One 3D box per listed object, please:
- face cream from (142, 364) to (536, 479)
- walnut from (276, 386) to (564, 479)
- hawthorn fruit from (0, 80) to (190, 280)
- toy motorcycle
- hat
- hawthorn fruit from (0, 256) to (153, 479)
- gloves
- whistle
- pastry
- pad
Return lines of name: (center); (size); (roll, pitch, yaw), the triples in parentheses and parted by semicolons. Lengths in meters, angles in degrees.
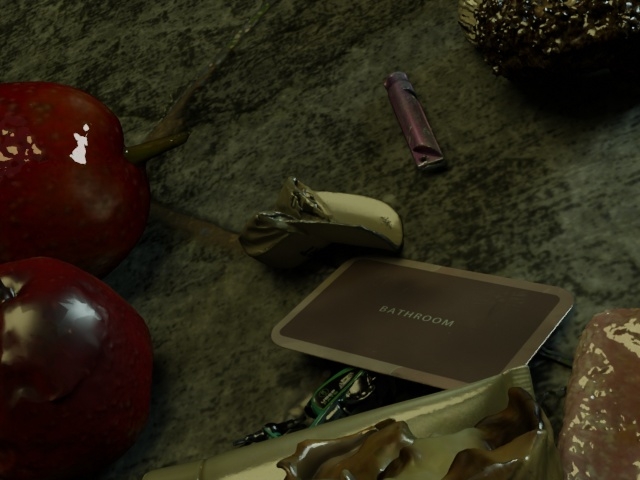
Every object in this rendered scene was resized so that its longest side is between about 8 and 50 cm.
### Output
face cream: (0.020, 0.204, 0.937); (0.341, 0.084, 0.137); (-12, 75, 8)
walnut: (0.081, 0.200, 0.794); (0.204, 0.141, 0.238); (-26, 7, -7)
hawthorn fruit: (-0.326, -0.061, 1.302); (0.368, 0.285, 0.285); (-24, 42, -1)
toy motorcycle: (0.000, 0.167, 1.039); (0.173, 0.058, 0.100); (-46, 37, -16)
hat: (0.000, 0.000, 1.188); (0.175, 0.085, 0.147); (14, 20, 14)
hawthorn fruit: (-0.293, 0.105, 1.126); (0.230, 0.266, 0.210); (5, 38, 30)
gloves: (0.269, -0.238, 1.198); (0.210, 0.135, 0.312); (-6, 23, 0)
whistle: (0.107, -0.138, 1.281); (0.033, 0.033, 0.176); (-25, 43, 8)
pastry: (0.228, 0.177, 0.860); (0.102, 0.112, 0.265); (9, 48, 26)
pad: (0.093, 0.073, 1.067); (0.266, 0.002, 0.176); (10, 36, 37)
